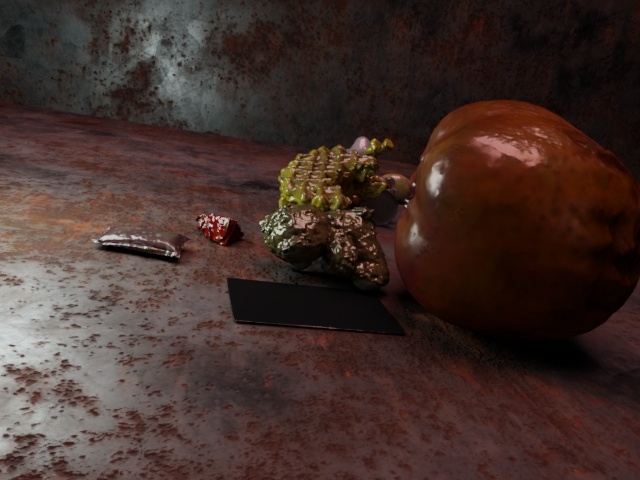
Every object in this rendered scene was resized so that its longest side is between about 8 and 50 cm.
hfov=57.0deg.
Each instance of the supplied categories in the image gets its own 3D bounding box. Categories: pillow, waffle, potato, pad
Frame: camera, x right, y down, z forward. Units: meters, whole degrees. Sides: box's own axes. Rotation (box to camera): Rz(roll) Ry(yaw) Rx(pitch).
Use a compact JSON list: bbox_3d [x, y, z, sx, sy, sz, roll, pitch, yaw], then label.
[{"bbox_3d":[-0.365,-0.003,1.218,0.185,0.043,0.118,10,17,0],"label":"pillow"},{"bbox_3d":[0.025,-0.144,1.656,0.261,0.151,0.324,14,35,19],"label":"waffle"},{"bbox_3d":[0.278,-0.199,2.253,0.147,0.112,0.112,13,15,-2],"label":"potato"},{"bbox_3d":[-0.016,0.118,1.076,0.300,0.005,0.202,6,16,-14],"label":"pad"}]

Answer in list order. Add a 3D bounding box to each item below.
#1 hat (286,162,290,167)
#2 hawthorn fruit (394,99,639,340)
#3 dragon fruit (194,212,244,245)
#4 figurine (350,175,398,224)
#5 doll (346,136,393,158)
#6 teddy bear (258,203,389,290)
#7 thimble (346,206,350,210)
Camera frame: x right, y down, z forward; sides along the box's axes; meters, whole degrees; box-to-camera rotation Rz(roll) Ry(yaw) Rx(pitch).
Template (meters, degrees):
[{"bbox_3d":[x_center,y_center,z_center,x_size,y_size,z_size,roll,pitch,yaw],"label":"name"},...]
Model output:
[{"bbox_3d":[0.017,-0.247,2.239,0.286,0.107,0.237,-1,4,7],"label":"hat"},{"bbox_3d":[0.364,-0.031,1.088,0.472,0.471,0.472,9,15,-3],"label":"hawthorn fruit"},{"bbox_3d":[-0.251,-0.024,1.385,0.131,0.063,0.097,20,-18,20],"label":"dragon fruit"},{"bbox_3d":[0.166,-0.138,1.902,0.176,0.133,0.236,8,19,0],"label":"figurine"},{"bbox_3d":[0.061,-0.227,1.887,0.365,0.094,0.160,-34,-12,34],"label":"doll"},{"bbox_3d":[0.000,0.000,1.238,0.256,0.156,0.267,1,17,-23],"label":"teddy bear"},{"bbox_3d":[0.032,-0.095,1.780,0.110,0.062,0.084,5,17,-17],"label":"thimble"}]
